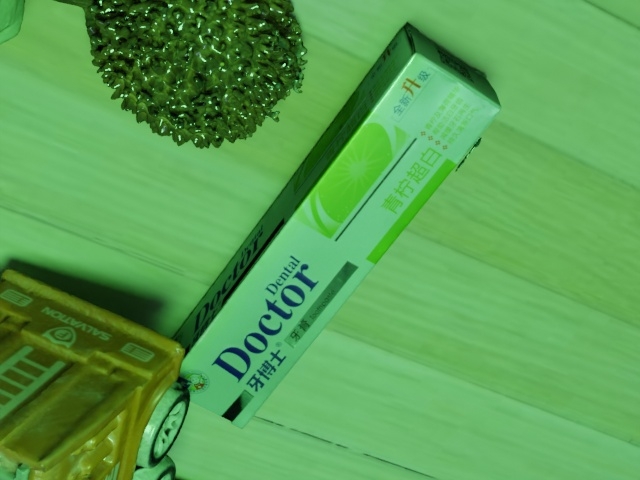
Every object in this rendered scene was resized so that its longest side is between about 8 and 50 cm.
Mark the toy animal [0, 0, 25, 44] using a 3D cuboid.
[{"bbox_3d":[-0.252,-0.211,0.686,0.121,0.094,0.225,-13,113,-10],"label":"toy animal"}]

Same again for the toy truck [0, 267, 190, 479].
[{"bbox_3d":[-0.241,0.239,0.860,0.173,0.207,0.387,22,118,13],"label":"toy truck"}]

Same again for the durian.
[{"bbox_3d":[-0.094,-0.127,0.753,0.188,0.091,0.148,23,116,-16],"label":"durian"}]

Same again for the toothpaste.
[{"bbox_3d":[0.000,0.000,0.856,0.081,0.067,0.336,30,113,-18],"label":"toothpaste"}]
